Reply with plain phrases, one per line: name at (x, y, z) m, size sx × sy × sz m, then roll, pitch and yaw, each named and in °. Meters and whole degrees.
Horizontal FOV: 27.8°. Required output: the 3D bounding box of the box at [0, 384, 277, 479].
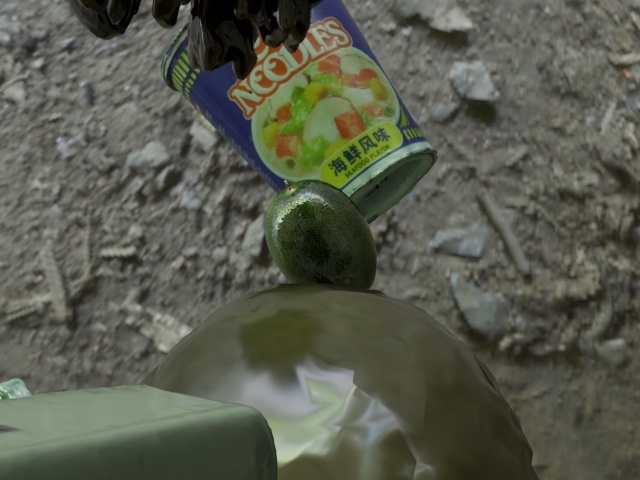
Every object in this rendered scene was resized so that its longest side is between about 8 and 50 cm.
box at (-0.127, 0.243, 0.440) m, size 0.090 × 0.367 × 0.373 m, roll 7°, pitch 89°, yaw 19°

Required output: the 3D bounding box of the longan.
longan at (-0.011, 0.265, 1.008) m, size 0.404 × 0.404 × 0.436 m, roll 38°, pitch 99°, yaw -6°

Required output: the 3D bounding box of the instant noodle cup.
instant noodle cup at (-0.013, -0.174, 1.719) m, size 0.284 × 0.284 × 0.312 m, roll -42°, pitch 76°, yaw 20°

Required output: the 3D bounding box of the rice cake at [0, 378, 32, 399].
rice cake at (-0.381, 0.316, 1.559) m, size 0.063 × 0.066 × 0.336 m, roll -12°, pitch 128°, yaw -32°

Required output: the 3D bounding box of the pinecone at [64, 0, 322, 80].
pinecone at (-0.111, -0.344, 1.035) m, size 0.398 × 0.398 × 0.397 m, roll 3°, pitch 111°, yaw 8°

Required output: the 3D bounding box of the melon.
melon at (0.000, 0.000, 1.465) m, size 0.114 × 0.114 × 0.167 m, roll -22°, pitch 116°, yaw 16°
